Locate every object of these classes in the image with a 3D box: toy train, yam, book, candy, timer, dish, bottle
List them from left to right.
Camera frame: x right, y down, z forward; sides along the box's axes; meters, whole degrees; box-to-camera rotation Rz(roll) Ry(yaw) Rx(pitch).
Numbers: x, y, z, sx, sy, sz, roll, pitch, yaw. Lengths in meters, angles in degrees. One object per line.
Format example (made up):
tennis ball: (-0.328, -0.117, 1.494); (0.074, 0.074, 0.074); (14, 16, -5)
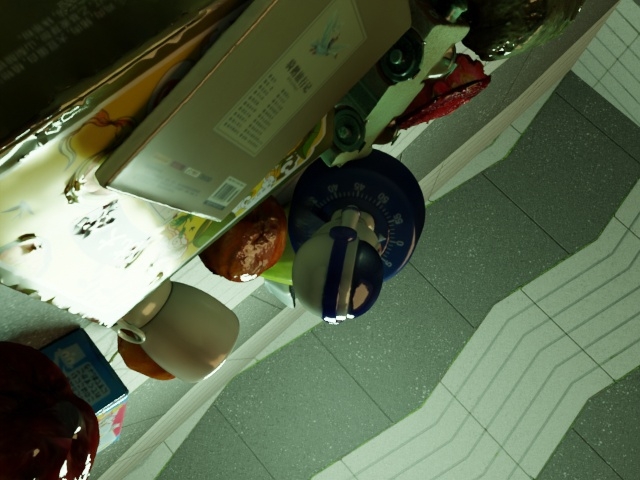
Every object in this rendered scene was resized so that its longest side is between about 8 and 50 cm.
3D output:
candy: (-0.463, 0.311, 0.981); (0.100, 0.157, 0.305); (-33, 165, -37)
bottle: (-0.265, 0.122, 0.854); (0.148, 0.236, 0.147); (-32, -150, 22)
dish: (-0.117, 0.087, 1.417); (0.080, 0.181, 0.243); (-5, 164, -1)
book: (-0.037, -0.144, 0.472); (0.310, 0.021, 0.217); (-45, 167, 6)
timer: (0.047, 0.009, 0.870); (0.270, 0.270, 0.383); (-49, -172, 24)
toy train: (0.090, -0.262, 0.798); (0.129, 0.159, 0.326); (-27, 163, -45)
yam: (0.375, -0.453, 0.965); (0.300, 0.195, 0.195); (-32, 164, -45)

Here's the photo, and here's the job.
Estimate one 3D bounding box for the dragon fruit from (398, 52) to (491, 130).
dragon fruit: (0.200, -0.295, 0.958); (0.262, 0.189, 0.162); (-32, 153, -46)

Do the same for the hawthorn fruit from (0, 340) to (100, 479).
hawthorn fruit: (-0.447, 0.269, 0.643); (0.312, 0.294, 0.295); (-11, 178, 19)

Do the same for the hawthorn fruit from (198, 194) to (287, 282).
hawthorn fruit: (-0.146, -0.018, 0.912); (0.173, 0.174, 0.179); (-38, 140, -22)

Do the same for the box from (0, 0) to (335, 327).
box: (-0.164, -0.117, 0.531); (0.420, 0.138, 0.373); (-41, 168, -13)

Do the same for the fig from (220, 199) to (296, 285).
fig: (-0.053, 0.037, 1.179); (0.314, 0.233, 0.233); (-44, 169, -25)

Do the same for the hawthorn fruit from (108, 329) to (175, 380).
hawthorn fruit: (-0.365, 0.206, 1.047); (0.286, 0.165, 0.165); (-15, -171, 41)
